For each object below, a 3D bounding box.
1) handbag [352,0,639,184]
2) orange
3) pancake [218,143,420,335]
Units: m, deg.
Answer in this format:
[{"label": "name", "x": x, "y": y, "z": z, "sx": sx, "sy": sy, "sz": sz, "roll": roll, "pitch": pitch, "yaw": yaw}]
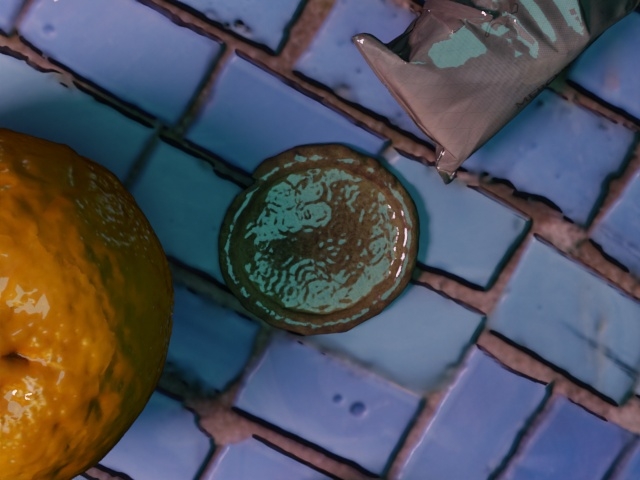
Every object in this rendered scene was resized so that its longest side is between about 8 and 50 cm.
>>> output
[{"label": "handbag", "x": 0.164, "y": -0.202, "z": 1.820, "sx": 0.270, "sy": 0.117, "sz": 0.182, "roll": -43, "pitch": 120, "yaw": 2}, {"label": "orange", "x": -0.296, "y": 0.068, "z": 1.709, "sx": 0.341, "sy": 0.293, "sz": 0.340, "roll": -2, "pitch": 105, "yaw": -9}, {"label": "pancake", "x": 0.000, "y": 0.000, "z": 1.889, "sx": 0.199, "sy": 0.021, "sz": 0.199, "roll": -2, "pitch": 103, "yaw": -10}]
